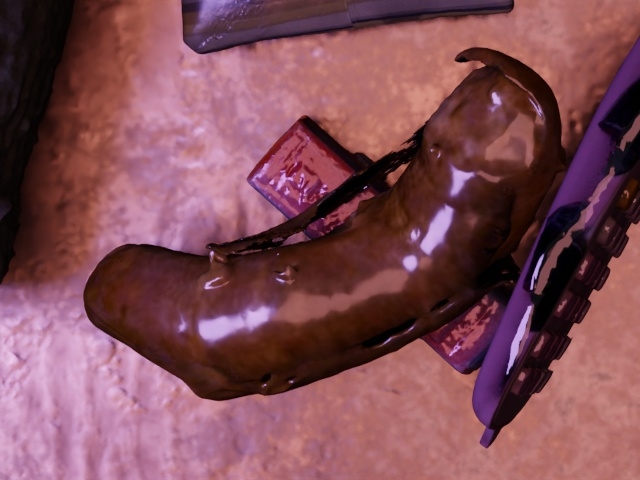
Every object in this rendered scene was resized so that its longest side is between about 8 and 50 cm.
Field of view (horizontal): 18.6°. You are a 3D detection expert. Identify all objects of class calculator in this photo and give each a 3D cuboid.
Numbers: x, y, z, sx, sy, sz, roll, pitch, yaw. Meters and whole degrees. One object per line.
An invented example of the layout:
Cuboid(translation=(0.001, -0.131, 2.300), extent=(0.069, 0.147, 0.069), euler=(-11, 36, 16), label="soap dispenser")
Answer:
Cuboid(translation=(0.159, -0.012, 1.144), extent=(0.043, 0.194, 0.294), euler=(28, 92, 11), label="calculator")

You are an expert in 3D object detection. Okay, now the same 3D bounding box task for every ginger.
Cuboid(translation=(0.011, 0.010, 1.125), extent=(0.309, 0.107, 0.133), euler=(-30, 103, 12), label="ginger")

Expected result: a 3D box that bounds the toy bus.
Cuboid(translation=(0.040, 0.004, 1.210), extent=(0.192, 0.077, 0.065), euler=(42, 99, 2), label="toy bus")

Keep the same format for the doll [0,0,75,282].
Cuboid(translation=(-0.264, -0.119, 1.161), extent=(0.247, 0.247, 0.349), euler=(1, 100, 4), label="doll")

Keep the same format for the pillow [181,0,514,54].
Cuboid(translation=(0.004, -0.233, 1.210), extent=(0.208, 0.052, 0.212), euler=(-7, 92, 8), label="pillow")
